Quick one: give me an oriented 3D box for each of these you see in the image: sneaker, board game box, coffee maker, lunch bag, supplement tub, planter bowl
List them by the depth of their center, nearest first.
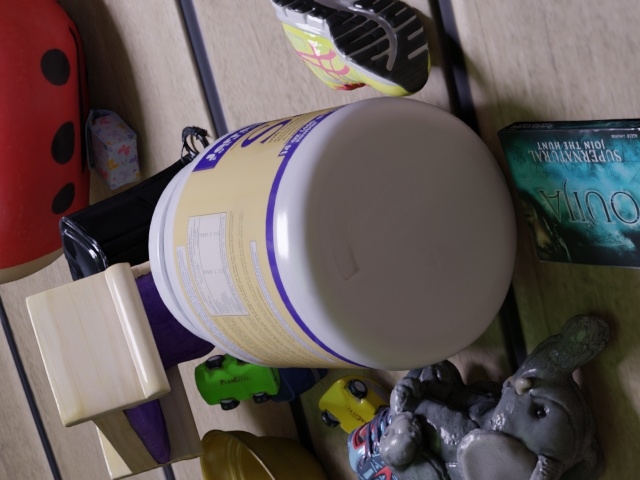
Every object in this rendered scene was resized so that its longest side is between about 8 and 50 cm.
[{"bbox_3d":[0.229,-0.038,1.540,0.186,0.026,0.126,3,116,59],"label":"board game box"},{"bbox_3d":[0.036,-0.172,1.706,0.208,0.081,0.094,41,153,47],"label":"sneaker"},{"bbox_3d":[0.000,0.000,1.731,0.331,0.241,0.241,-5,110,60],"label":"supplement tub"},{"bbox_3d":[0.078,0.220,1.903,0.125,0.104,0.261,23,137,22],"label":"sneaker"},{"bbox_3d":[-0.041,0.126,2.098,0.067,0.065,0.098,-10,112,59],"label":"lunch bag"},{"bbox_3d":[-0.203,-0.020,2.121,0.120,0.178,0.171,10,123,56],"label":"coffee maker"},{"bbox_3d":[-0.048,0.305,2.239,0.217,0.090,0.217,39,144,37],"label":"planter bowl"},{"bbox_3d":[-0.259,-0.113,2.272,0.083,0.053,0.071,48,149,43],"label":"lunch bag"}]

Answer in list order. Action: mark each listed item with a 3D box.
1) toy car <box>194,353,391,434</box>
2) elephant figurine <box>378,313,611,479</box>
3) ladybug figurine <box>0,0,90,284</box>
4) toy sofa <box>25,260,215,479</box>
[{"bbox_3d":[-0.031,0.131,2.014,0.225,0.053,0.239,-12,107,27],"label":"toy car"},{"bbox_3d":[0.182,0.185,1.700,0.239,0.169,0.186,-6,139,44],"label":"elephant figurine"},{"bbox_3d":[-0.367,-0.137,2.247,0.305,0.162,0.449,-87,0,-46],"label":"ladybug figurine"},{"bbox_3d":[-0.195,0.148,2.075,0.362,0.177,0.150,82,170,-72],"label":"toy sofa"}]
